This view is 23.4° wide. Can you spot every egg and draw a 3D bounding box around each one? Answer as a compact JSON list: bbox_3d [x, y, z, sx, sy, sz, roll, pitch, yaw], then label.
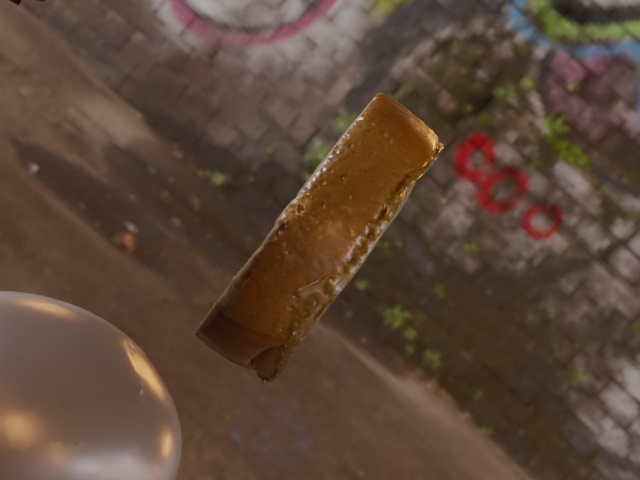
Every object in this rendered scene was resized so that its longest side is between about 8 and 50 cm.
[{"bbox_3d":[-0.172,0.099,0.820,0.199,0.146,0.146,10,6,11],"label":"egg"}]

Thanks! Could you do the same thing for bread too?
[{"bbox_3d":[0.000,0.000,1.171,0.070,0.236,0.236,37,11,-1],"label":"bread"}]

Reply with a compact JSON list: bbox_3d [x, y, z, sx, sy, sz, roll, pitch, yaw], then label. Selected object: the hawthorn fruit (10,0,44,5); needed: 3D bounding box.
[{"bbox_3d":[-0.042,-0.220,0.444,0.308,0.324,0.308,13,-14,4],"label":"hawthorn fruit"}]
